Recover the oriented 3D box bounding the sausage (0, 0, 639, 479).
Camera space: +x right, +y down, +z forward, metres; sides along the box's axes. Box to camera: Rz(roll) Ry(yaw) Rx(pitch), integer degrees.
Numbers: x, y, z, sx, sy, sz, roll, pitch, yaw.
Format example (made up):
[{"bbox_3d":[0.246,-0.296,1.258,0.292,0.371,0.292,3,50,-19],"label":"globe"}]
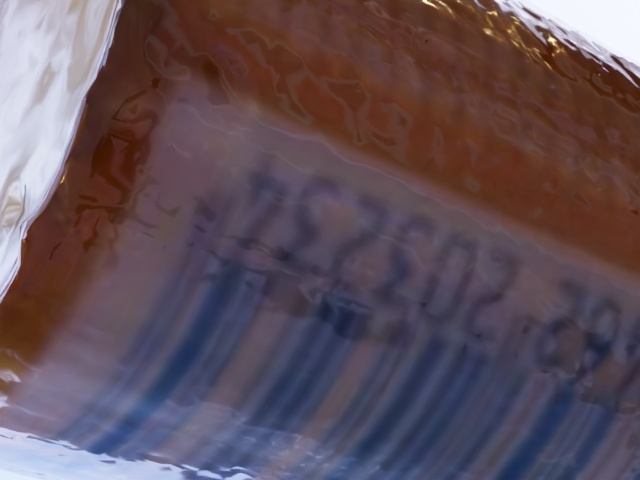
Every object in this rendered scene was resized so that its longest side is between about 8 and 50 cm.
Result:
[{"bbox_3d":[0.000,0.000,0.515,0.287,0.233,0.233,20,-113,-30],"label":"sausage"}]
